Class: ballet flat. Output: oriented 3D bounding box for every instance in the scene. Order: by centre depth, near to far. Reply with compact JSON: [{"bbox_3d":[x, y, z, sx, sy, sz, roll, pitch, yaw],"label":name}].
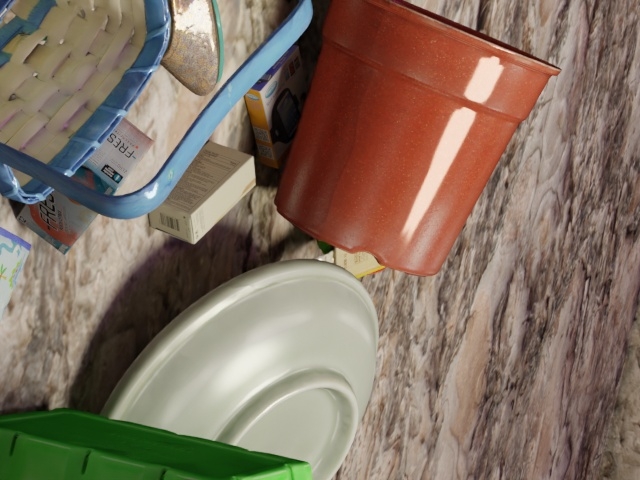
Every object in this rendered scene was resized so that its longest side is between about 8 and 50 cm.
[{"bbox_3d":[-0.160,-0.261,1.488,0.106,0.107,0.316,-26,127,-29],"label":"ballet flat"}]

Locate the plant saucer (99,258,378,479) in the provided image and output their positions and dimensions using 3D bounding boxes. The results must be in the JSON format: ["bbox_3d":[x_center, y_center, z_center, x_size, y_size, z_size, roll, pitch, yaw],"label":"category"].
[{"bbox_3d":[-0.069,0.210,1.791,0.400,0.100,0.400,-29,139,-28],"label":"plant saucer"}]

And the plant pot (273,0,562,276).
[{"bbox_3d":[0.088,-0.119,1.818,0.272,0.272,0.265,3,111,-63],"label":"plant pot"}]

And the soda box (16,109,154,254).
[{"bbox_3d":[-0.208,-0.052,1.451,0.063,0.058,0.183,-56,-173,-28],"label":"soda box"}]

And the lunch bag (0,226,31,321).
[{"bbox_3d":[-0.314,0.037,1.375,0.151,0.096,0.129,31,79,-53],"label":"lunch bag"}]

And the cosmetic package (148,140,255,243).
[{"bbox_3d":[-0.123,-0.051,1.721,0.115,0.060,0.041,-45,145,-39],"label":"cosmetic package"}]

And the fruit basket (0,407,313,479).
[{"bbox_3d":[-0.199,0.360,1.504,0.283,0.392,0.392,1,106,-63],"label":"fruit basket"}]

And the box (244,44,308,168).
[{"bbox_3d":[-0.046,-0.155,1.832,0.081,0.028,0.136,-53,151,-31],"label":"box"}]

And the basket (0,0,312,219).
[{"bbox_3d":[-0.181,-0.152,1.279,0.255,0.289,0.201,-51,146,-30],"label":"basket"}]

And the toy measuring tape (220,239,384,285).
[{"bbox_3d":[0.000,0.000,1.983,0.330,0.121,0.121,-20,128,-29],"label":"toy measuring tape"}]
